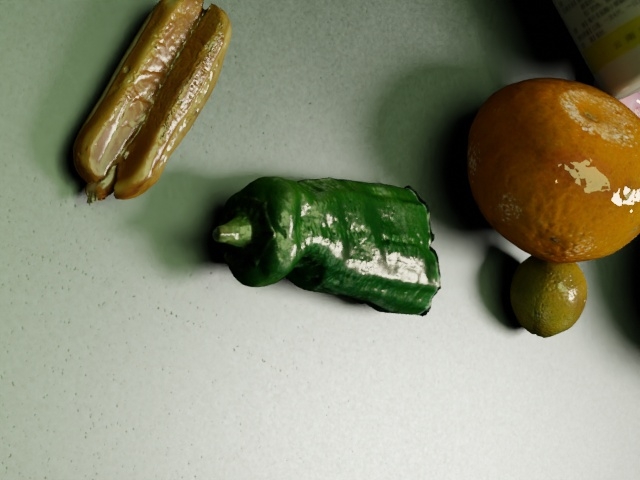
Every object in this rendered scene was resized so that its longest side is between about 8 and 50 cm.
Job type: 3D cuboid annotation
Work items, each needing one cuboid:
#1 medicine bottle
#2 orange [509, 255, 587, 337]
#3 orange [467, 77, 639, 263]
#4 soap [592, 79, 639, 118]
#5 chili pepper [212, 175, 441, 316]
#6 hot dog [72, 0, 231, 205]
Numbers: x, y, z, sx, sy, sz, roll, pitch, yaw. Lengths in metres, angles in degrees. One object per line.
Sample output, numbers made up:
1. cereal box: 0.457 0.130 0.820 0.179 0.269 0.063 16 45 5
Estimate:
1. medicine bottle: 0.333 -0.348 1.775 0.208 0.208 0.339 -27 88 -35
2. orange: 0.252 0.062 1.769 0.085 0.085 0.095 2 104 -35
3. orange: 0.260 -0.075 1.731 0.224 0.170 0.224 19 36 -15
4. soap: 0.379 -0.184 1.905 0.100 0.056 0.149 31 67 -26
5. chili pepper: 0.000 0.000 1.586 0.270 0.099 0.136 6 90 -39
6. hot dog: -0.162 -0.132 1.511 0.092 0.062 0.235 34 71 -10
